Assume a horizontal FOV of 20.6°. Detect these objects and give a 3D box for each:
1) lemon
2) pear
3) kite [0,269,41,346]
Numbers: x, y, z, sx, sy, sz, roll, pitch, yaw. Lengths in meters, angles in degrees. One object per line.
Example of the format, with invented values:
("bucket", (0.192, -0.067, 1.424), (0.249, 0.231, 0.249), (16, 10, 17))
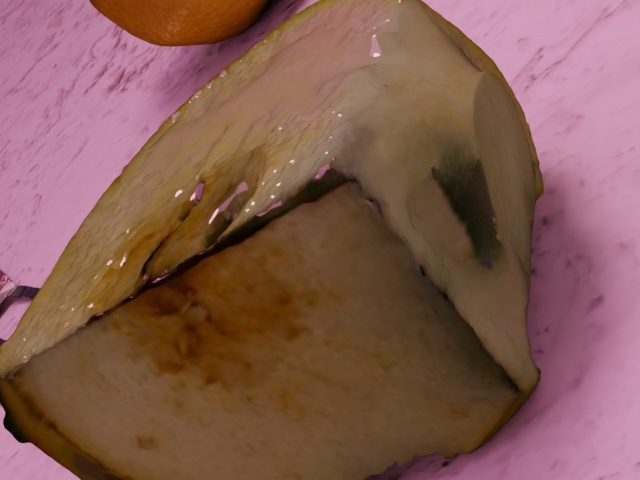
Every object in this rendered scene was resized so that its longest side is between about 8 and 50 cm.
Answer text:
("lemon", (-0.124, -0.278, 1.610), (0.204, 0.204, 0.260), (-56, 9, -18))
("pear", (0.000, 0.000, 0.956), (0.286, 0.176, 0.282), (-30, 26, 29))
("kite", (-0.329, 0.093, 1.623), (0.204, 0.022, 0.360), (-52, 23, -19))
